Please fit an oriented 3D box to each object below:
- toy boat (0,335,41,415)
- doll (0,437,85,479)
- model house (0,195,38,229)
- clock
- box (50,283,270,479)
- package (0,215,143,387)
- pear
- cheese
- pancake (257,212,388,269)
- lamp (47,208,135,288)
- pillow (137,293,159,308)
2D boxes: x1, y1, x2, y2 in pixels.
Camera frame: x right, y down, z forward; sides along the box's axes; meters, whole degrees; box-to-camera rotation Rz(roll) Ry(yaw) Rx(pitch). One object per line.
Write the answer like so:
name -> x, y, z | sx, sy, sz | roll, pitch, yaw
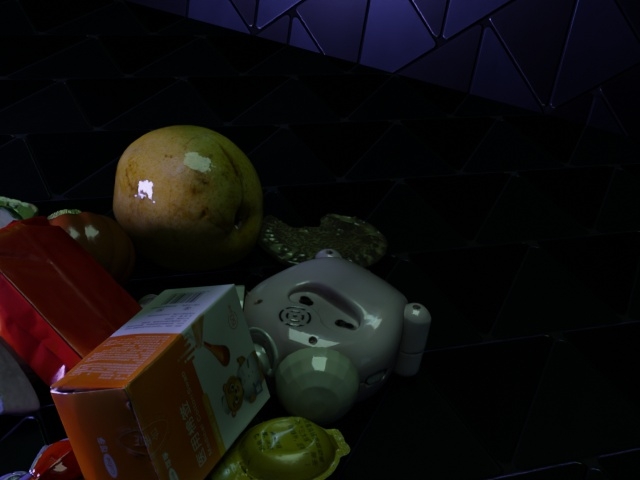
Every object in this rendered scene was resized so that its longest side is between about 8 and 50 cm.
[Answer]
toy boat -> -0.530, 0.182, 1.822 | 0.276, 0.111, 0.293 | 27, 23, 13
doll -> -0.390, 0.347, 1.583 | 0.102, 0.075, 0.227 | 39, 48, 19
model house -> -0.658, -0.022, 2.066 | 0.214, 0.195, 0.189 | 9, 21, -4
clock -> -0.011, 0.171, 1.933 | 0.325, 0.184, 0.342 | -24, 37, -39
box -> -0.234, 0.238, 1.645 | 0.143, 0.225, 0.341 | -6, 21, 28
package -> -0.413, 0.129, 1.761 | 0.423, 0.123, 0.196 | 46, 35, 6
pear -> -0.267, -0.086, 2.179 | 0.314, 0.314, 0.314 | 7, 29, -4
cheese -> -0.087, 0.341, 1.694 | 0.270, 0.069, 0.177 | -9, 30, -18
pancake -> 0.000, 0.000, 2.380 | 0.286, 0.033, 0.288 | 21, 30, 23
lamp -> -0.451, 0.041, 1.977 | 0.223, 0.223, 0.197 | -6, 62, -26
pillow -> -0.255, 0.160, 1.889 | 0.217, 0.130, 0.033 | 3, -22, 32
